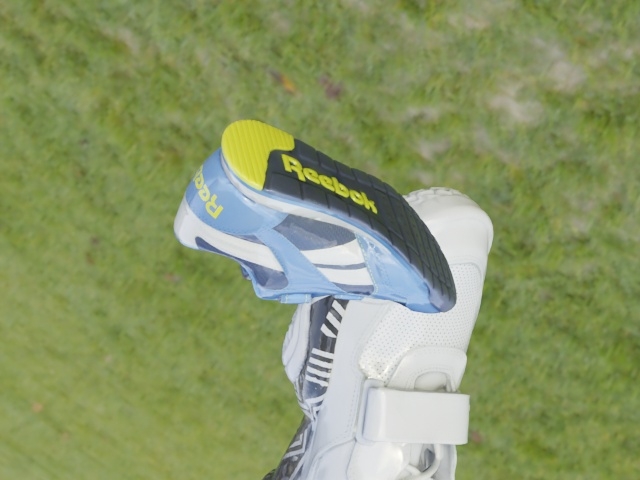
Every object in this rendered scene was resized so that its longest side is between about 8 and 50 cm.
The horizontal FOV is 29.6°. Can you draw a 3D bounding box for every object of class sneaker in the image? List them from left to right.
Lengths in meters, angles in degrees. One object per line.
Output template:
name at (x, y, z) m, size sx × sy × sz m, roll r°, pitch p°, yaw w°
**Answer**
sneaker at (0.000, 0.000, 0.528) m, size 0.144 × 0.053 × 0.059 m, roll 28°, pitch 122°, yaw -32°
sneaker at (0.062, 0.162, 0.776) m, size 0.137 × 0.365 × 0.210 m, roll 7°, pitch -158°, yaw -46°
